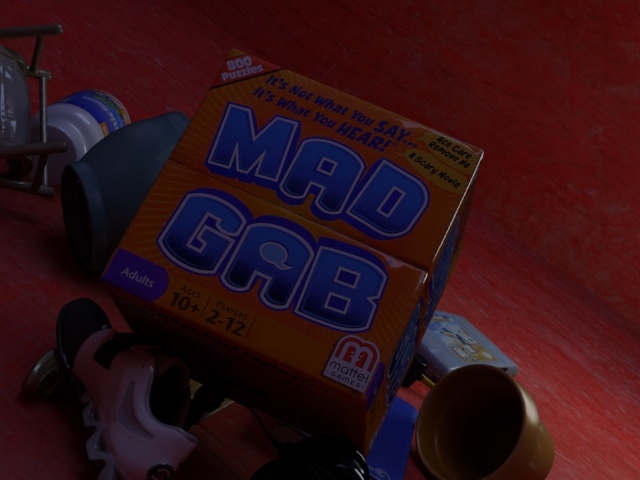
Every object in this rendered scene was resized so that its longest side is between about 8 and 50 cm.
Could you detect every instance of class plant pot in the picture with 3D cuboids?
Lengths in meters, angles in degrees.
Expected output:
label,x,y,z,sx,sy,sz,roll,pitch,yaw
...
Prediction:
label,x,y,z,sx,sy,sz,roll,pitch,yaw
plant pot,-0.306,-0.052,1.914,0.196,0.293,0.293,-12,39,-26
plant pot,0.292,0.332,1.958,0.188,0.205,0.205,35,10,-44

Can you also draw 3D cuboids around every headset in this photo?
label,x,y,z,sx,sy,sz,roll,pitch,yaw
headset,-0.037,0.347,1.517,0.394,0.185,0.243,50,14,8

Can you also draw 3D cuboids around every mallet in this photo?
label,x,y,z,sx,sy,sz,roll,pitch,yaw
mallet,0.221,0.293,2.192,0.190,0.062,0.039,45,18,-5

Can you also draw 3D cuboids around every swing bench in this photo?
label,x,y,z,sx,sy,sz,roll,pitch,yaw
swing bench,-0.551,-0.220,1.904,0.254,0.165,0.253,3,62,-20

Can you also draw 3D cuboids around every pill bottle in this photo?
label,x,y,z,sx,sy,sz,roll,pitch,yaw
pill bottle,-0.455,-0.185,2.168,0.152,0.152,0.272,30,18,-3

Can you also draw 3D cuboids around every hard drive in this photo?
label,x,y,z,sx,sy,sz,roll,pitch,yaw
hard drive,0.047,0.292,1.884,0.210,0.040,0.319,32,17,0

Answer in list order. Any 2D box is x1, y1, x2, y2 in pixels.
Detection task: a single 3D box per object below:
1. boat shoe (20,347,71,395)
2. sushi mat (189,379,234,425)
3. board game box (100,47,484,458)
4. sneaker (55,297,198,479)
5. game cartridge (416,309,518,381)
label,x,y,z,sx,sy,sz,roll,pitch,yaw
boat shoe,-0.341,0.175,1.551,0.048,0.056,0.153,35,9,8
sushi mat,-0.179,0.200,1.800,0.151,0.019,0.316,35,18,14
board game box,-0.025,0.031,1.588,0.356,0.356,0.356,24,-18,10
sneaker,-0.234,0.175,1.497,0.122,0.146,0.330,42,13,-47
game cartridge,0.265,0.218,2.427,0.297,0.062,0.198,6,35,-53
